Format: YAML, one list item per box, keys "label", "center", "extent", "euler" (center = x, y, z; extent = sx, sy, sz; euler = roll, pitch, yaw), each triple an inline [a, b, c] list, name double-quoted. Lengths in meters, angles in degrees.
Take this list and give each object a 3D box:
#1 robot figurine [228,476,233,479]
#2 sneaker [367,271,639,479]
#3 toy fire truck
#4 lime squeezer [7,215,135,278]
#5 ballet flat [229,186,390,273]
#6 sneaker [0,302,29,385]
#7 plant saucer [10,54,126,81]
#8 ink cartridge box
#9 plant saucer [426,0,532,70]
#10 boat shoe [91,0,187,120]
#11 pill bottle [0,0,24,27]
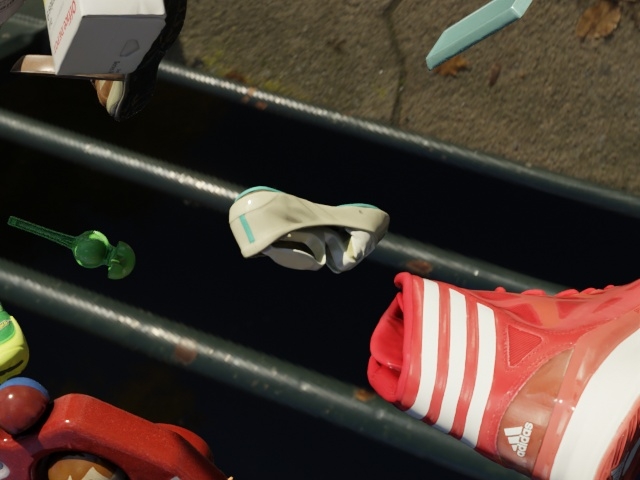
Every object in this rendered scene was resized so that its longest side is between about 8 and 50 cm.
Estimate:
- label: "robot figurine"
  center: [-0.208, 0.403, 1.376]
  extent: [0.158, 0.128, 0.219]
  euler: [17, 135, -40]
- label: "sneaker"
  center: [0.102, 0.036, 0.446]
  extent: [0.128, 0.221, 0.087]
  euler: [23, 106, 23]
- label: "toy fire truck"
  center: [-0.255, 0.239, 0.930]
  extent: [0.302, 0.169, 0.254]
  euler: [-24, 125, 27]
- label: "lime squeezer"
  center: [-0.342, 0.020, 1.434]
  extent: [0.310, 0.110, 0.058]
  euler: [20, 107, 45]
- label: "ballet flat"
  center: [0.000, 0.000, 1.104]
  extent: [0.086, 0.248, 0.086]
  euler: [-6, 81, 44]
- label: "sneaker"
  center: [-0.500, 0.149, 1.155]
  extent: [0.109, 0.296, 0.123]
  euler: [111, 140, -59]
- label: "plant saucer"
  center: [-0.372, -0.256, 1.454]
  extent: [0.168, 0.168, 0.029]
  euler: [7, 97, 18]
- label: "ink cartridge box"
  center: [-0.235, -0.296, 1.017]
  extent: [0.154, 0.093, 0.212]
  euler: [-28, 72, 63]
- label: "plant saucer"
  center: [0.193, -0.262, 1.189]
  extent: [0.018, 0.067, 0.192]
  euler: [40, 156, -16]
- label: "boat shoe"
  center: [-0.353, -0.367, 1.807]
  extent: [0.120, 0.122, 0.324]
  euler: [43, 130, 12]
- label: "pill bottle"
  center: [-0.267, -0.220, 0.698]
  extent: [0.131, 0.131, 0.229]
  euler: [44, 154, -7]
